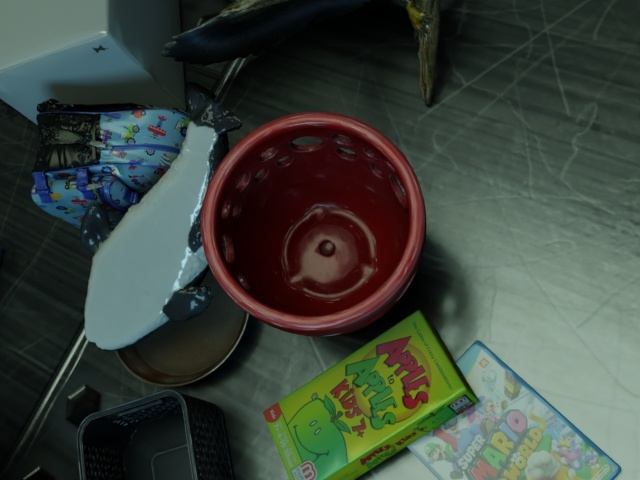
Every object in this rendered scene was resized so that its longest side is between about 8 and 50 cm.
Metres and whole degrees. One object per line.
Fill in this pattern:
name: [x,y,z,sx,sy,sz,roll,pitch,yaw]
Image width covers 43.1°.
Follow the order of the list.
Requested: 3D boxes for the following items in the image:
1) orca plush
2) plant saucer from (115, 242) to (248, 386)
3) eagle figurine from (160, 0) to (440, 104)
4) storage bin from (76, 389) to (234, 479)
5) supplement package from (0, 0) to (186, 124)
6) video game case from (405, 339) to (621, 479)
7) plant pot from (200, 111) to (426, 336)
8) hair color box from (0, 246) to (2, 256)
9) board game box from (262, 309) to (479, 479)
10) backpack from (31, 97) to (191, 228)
orca plush: [-0.154,-0.021,0.831,0.151,0.102,0.287,18,106,11]
plant saucer: [-0.148,0.076,0.873,0.168,0.029,0.168,-7,70,18]
eagle figurine: [-0.015,-0.287,0.845,0.298,0.225,0.226,11,86,16]
storage bin: [-0.154,0.248,0.781,0.122,0.084,0.180,-20,65,13]
supplement package: [-0.285,-0.295,0.975,0.175,0.177,0.293,-14,66,15]
video game case: [0.162,0.187,0.725,0.119,0.015,0.166,-47,62,-1]
plant pot: [0.000,0.000,0.751,0.191,0.174,0.191,-1,76,5]
hair color box: [-0.577,0.075,0.989,0.347,0.105,0.173,-1,70,21]
board game box: [0.043,0.155,0.752,0.181,0.043,0.092,-35,52,9]
backpack: [-0.206,-0.081,0.886,0.173,0.158,0.116,-2,74,9]
